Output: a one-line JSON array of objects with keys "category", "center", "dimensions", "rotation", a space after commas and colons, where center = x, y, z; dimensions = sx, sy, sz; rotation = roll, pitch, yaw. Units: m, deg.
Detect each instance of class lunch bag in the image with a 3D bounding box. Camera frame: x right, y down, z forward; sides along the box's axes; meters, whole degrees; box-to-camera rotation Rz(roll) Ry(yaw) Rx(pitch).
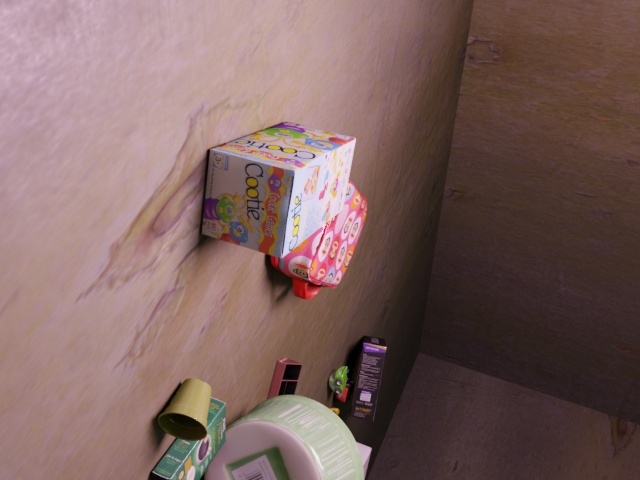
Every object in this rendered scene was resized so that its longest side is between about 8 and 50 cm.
[{"category": "lunch bag", "center": [0.000, 0.000, 1.479], "dimensions": [0.293, 0.120, 0.258], "rotation": [37, 71, -73]}]

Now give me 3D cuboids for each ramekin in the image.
[{"category": "ramekin", "center": [-0.081, 0.468, 1.374], "dimensions": [0.148, 0.303, 0.303], "rotation": [3, 103, -65]}]

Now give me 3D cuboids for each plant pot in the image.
[{"category": "plant pot", "center": [-0.214, 0.271, 1.143], "dimensions": [0.079, 0.083, 0.083], "rotation": [-76, 170, -45]}]

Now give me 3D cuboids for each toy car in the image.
[{"category": "toy car", "center": [0.052, 0.480, 2.221], "dimensions": [0.239, 0.053, 0.225], "rotation": [-55, 155, -48]}]

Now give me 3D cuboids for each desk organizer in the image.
[{"category": "desk organizer", "center": [-0.087, 0.347, 1.649], "dimensions": [0.047, 0.050, 0.130], "rotation": [-3, 109, -73]}]

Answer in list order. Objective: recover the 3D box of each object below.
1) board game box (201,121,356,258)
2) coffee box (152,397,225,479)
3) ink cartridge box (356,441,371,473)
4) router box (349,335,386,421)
[{"category": "board game box", "center": [-0.061, -0.095, 1.153], "dimensions": [0.275, 0.142, 0.144], "rotation": [-39, 143, -63]}, {"category": "coffee box", "center": [-0.229, 0.381, 1.242], "dimensions": [0.184, 0.040, 0.113], "rotation": [-53, 155, -48]}, {"category": "ink cartridge box", "center": [0.020, 0.725, 2.087], "dimensions": [0.117, 0.201, 0.278], "rotation": [-40, 143, -61]}, {"category": "router box", "center": [0.163, 0.457, 2.363], "dimensions": [0.309, 0.081, 0.242], "rotation": [43, 57, -84]}]
